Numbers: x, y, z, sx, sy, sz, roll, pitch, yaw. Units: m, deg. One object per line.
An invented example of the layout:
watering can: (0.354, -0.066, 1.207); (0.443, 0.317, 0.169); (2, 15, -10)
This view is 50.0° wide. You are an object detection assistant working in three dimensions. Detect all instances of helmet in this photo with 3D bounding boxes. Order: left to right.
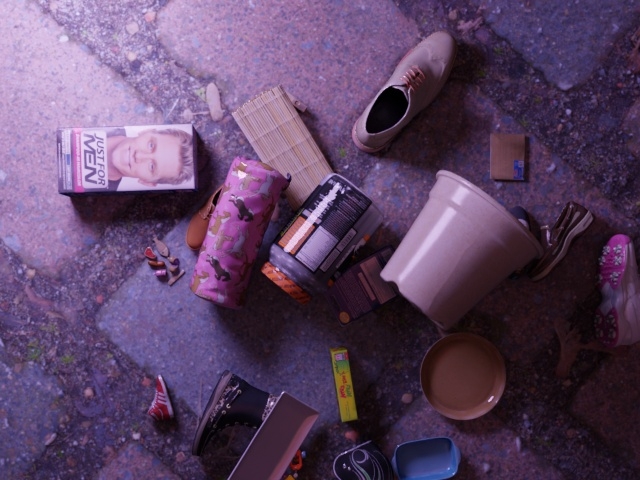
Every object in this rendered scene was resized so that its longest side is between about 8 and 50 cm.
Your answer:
helmet: (0.107, 0.618, 1.777); (0.169, 0.169, 0.162); (-24, 73, -4)

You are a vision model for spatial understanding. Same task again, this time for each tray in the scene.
tray: (-0.124, 0.530, 1.774); (0.145, 0.030, 0.270); (38, 79, -31)

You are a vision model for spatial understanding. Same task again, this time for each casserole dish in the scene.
casserole dish: (0.282, 0.588, 1.850); (0.188, 0.037, 0.114); (-8, 89, -3)

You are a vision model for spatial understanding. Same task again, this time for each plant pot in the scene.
plant pot: (0.329, 0.046, 1.729); (0.334, 0.334, 0.305); (40, 90, -2)
plant pot: (0.384, 0.366, 1.865); (0.236, 0.032, 0.236); (0, 88, -3)

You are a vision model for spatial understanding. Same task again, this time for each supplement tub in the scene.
supplement tub: (0.000, 0.000, 1.771); (0.193, 0.193, 0.316); (40, 87, -2)

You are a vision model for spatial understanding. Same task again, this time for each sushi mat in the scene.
sushi mat: (-0.088, -0.244, 1.820); (0.151, 0.019, 0.316); (-33, 106, -2)

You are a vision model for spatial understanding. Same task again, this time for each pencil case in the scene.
pencil case: (-0.207, -0.016, 1.754); (0.167, 0.160, 0.386); (20, 94, -18)

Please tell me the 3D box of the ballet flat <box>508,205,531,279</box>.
ballet flat: (0.541, 0.006, 1.866); (0.074, 0.074, 0.203); (7, 88, -3)

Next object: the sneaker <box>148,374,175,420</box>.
sneaker: (-0.430, 0.417, 1.808); (0.067, 0.042, 0.118); (-16, 92, -7)

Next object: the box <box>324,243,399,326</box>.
box: (0.123, 0.122, 1.853); (0.225, 0.036, 0.136); (-28, 90, -6)

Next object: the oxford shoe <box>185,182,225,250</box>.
oxford shoe: (-0.293, -0.068, 1.815); (0.076, 0.076, 0.212); (32, 88, -4)

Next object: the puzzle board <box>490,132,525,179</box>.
puzzle board: (0.517, -0.232, 1.901); (0.096, 0.011, 0.128); (1, 89, -5)

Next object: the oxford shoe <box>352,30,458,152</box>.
oxford shoe: (0.241, -0.401, 1.820); (0.140, 0.146, 0.397); (36, 86, -1)

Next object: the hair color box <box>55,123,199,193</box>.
hair color box: (-0.498, -0.208, 1.791); (0.347, 0.105, 0.174); (-3, 89, -4)

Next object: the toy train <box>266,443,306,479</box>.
toy train: (-0.114, 0.613, 1.823); (0.166, 0.046, 0.125); (-12, 78, -1)

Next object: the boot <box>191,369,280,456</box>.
boot: (-0.221, 0.478, 1.799); (0.178, 0.085, 0.236); (24, 87, -5)

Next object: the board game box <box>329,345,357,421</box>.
board game box: (0.060, 0.376, 1.814); (0.043, 0.092, 0.181); (-8, 89, -4)

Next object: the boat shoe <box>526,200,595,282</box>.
boat shoe: (0.630, -0.002, 1.866); (0.095, 0.095, 0.257); (42, 75, 2)

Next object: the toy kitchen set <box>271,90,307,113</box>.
toy kitchen set: (-0.090, -0.348, 1.837); (0.075, 0.068, 0.083); (36, 87, -2)

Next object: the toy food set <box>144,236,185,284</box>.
toy food set: (-0.424, 0.057, 1.829); (0.078, 0.019, 0.122); (-43, 91, -4)

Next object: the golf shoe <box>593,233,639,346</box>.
golf shoe: (0.830, 0.137, 1.871); (0.140, 0.115, 0.306); (2, 95, -14)
